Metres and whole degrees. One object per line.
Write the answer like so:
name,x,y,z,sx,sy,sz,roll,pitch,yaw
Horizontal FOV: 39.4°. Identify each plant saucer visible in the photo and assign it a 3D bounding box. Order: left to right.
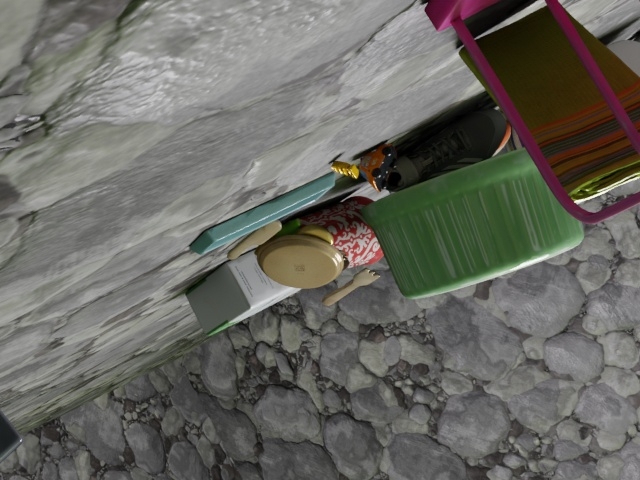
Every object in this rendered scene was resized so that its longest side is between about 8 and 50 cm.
plant saucer,-0.065,-0.031,1.069,0.192,0.018,0.067,-28,176,-31

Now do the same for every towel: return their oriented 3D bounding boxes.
towel,0.191,-0.119,0.698,0.102,0.021,0.237,-23,-141,3

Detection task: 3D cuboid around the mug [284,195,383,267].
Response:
mug,0.006,0.007,1.388,0.150,0.113,0.169,-35,170,35

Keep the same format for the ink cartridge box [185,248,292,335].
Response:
ink cartridge box,-0.097,0.065,1.497,0.208,0.087,0.153,-24,173,-42

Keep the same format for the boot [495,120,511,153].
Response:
boot,0.247,-0.160,1.368,0.158,0.059,0.084,-26,169,-31

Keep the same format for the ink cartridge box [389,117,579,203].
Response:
ink cartridge box,0.302,-0.091,1.566,0.270,0.197,0.198,-28,175,-20

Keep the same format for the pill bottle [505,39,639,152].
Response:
pill bottle,0.406,-0.194,1.372,0.153,0.153,0.265,-28,175,-20

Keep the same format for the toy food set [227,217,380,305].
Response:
toy food set,-0.025,0.022,1.261,0.132,0.192,0.038,-34,-142,40

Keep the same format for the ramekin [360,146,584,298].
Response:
ramekin,0.223,-0.025,1.277,0.303,0.148,0.303,-19,178,-1

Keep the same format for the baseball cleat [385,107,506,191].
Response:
baseball cleat,0.166,-0.114,1.252,0.109,0.072,0.206,-26,173,-46

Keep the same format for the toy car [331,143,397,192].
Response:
toy car,0.050,-0.097,1.061,0.040,0.060,0.122,17,179,28

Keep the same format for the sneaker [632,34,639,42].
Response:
sneaker,0.549,-0.309,1.401,0.111,0.103,0.252,-20,164,-44

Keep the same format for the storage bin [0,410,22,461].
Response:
storage bin,-0.409,0.219,1.024,0.091,0.135,0.098,-38,179,-23

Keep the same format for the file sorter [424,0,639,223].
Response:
file sorter,0.250,-0.161,0.521,0.291,0.182,0.202,-29,175,-11
